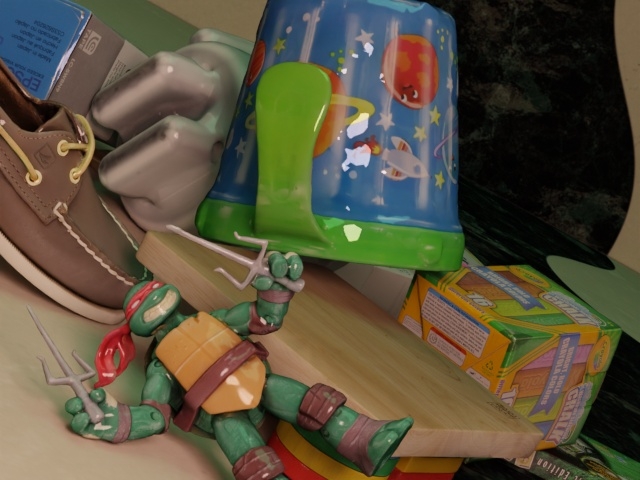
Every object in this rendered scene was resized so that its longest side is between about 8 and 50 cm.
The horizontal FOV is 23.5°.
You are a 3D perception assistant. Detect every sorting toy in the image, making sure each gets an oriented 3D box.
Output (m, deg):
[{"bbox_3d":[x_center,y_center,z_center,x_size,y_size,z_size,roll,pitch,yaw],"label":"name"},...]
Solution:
[{"bbox_3d":[0.003,0.109,1.187,0.257,0.089,0.255,37,13,31],"label":"sorting toy"}]

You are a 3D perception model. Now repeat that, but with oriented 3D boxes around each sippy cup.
[{"bbox_3d":[0.022,-0.098,1.330,0.240,0.224,0.305,8,2,-20],"label":"sippy cup"}]

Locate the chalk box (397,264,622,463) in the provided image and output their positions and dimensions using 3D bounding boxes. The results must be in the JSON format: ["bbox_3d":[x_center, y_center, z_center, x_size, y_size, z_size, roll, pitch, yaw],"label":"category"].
[{"bbox_3d":[0.180,0.107,1.424,0.213,0.132,0.132,-2,28,-45],"label":"chalk box"}]

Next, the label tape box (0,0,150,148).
[{"bbox_3d":[-0.292,-0.189,1.598,0.240,0.106,0.333,25,-2,17],"label":"label tape box"}]

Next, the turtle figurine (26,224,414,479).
[{"bbox_3d":[-0.065,0.084,0.994,0.234,0.175,0.118,41,-5,12],"label":"turtle figurine"}]

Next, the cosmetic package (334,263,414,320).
[{"bbox_3d":[0.000,0.000,1.756,0.239,0.060,0.099,38,14,37],"label":"cosmetic package"}]

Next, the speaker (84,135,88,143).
[{"bbox_3d":[-0.290,-0.104,1.467,0.136,0.055,0.055,25,12,-25],"label":"speaker"}]

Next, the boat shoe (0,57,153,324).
[{"bbox_3d":[-0.230,-0.072,1.146,0.324,0.096,0.116,48,13,-18],"label":"boat shoe"}]

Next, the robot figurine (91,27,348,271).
[{"bbox_3d":[-0.064,-0.075,1.553,0.353,0.199,0.300,18,57,-47],"label":"robot figurine"}]

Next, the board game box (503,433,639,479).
[{"bbox_3d":[0.264,0.224,1.527,0.259,0.030,0.136,27,9,-16],"label":"board game box"}]

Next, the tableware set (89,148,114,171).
[{"bbox_3d":[-0.251,-0.104,1.669,0.168,0.020,0.141,31,10,6],"label":"tableware set"}]

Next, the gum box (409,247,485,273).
[{"bbox_3d":[0.149,0.027,2.026,0.107,0.062,0.188,25,12,-26],"label":"gum box"}]
